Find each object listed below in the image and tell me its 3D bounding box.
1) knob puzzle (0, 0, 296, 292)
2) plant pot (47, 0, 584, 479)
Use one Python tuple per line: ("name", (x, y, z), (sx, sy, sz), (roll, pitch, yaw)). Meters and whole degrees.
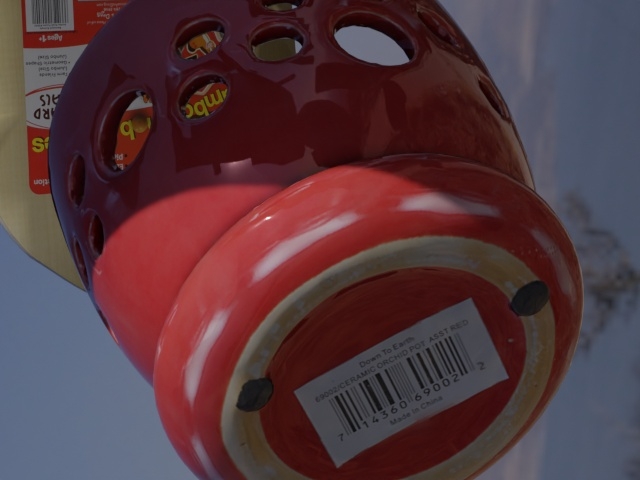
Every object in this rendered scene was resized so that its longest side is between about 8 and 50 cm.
("knob puzzle", (-0.095, -0.057, 0.996), (0.030, 0.213, 0.213), (11, 97, 62))
("plant pot", (0.000, 0.000, 0.781), (0.174, 0.191, 0.191), (-118, 26, -51))
